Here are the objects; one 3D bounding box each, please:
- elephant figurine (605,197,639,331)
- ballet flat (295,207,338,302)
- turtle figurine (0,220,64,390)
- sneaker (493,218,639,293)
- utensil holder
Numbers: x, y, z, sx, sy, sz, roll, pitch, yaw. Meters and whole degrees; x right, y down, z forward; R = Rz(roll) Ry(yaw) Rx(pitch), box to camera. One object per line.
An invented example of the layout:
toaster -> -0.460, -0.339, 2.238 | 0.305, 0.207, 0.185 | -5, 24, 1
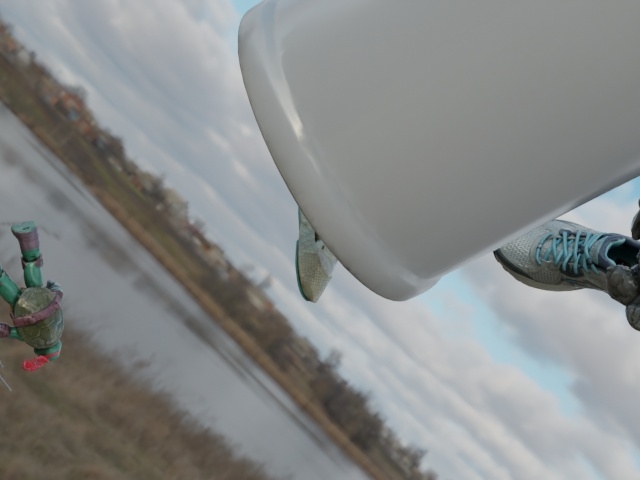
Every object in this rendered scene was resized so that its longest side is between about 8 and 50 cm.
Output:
elephant figurine -> 0.404, -0.024, 1.174 | 0.186, 0.169, 0.239 | -100, -176, -64
ballet flat -> 0.000, 0.000, 1.274 | 0.057, 0.052, 0.168 | 54, 23, -40
turtle figurine -> -0.436, 0.099, 1.601 | 0.118, 0.175, 0.234 | 2, -65, 33
sneaker -> 0.375, 0.018, 1.490 | 0.283, 0.110, 0.122 | 14, -15, 19
utensil holder -> 0.169, -0.171, 1.003 | 0.327, 0.385, 0.327 | 47, 26, -31
